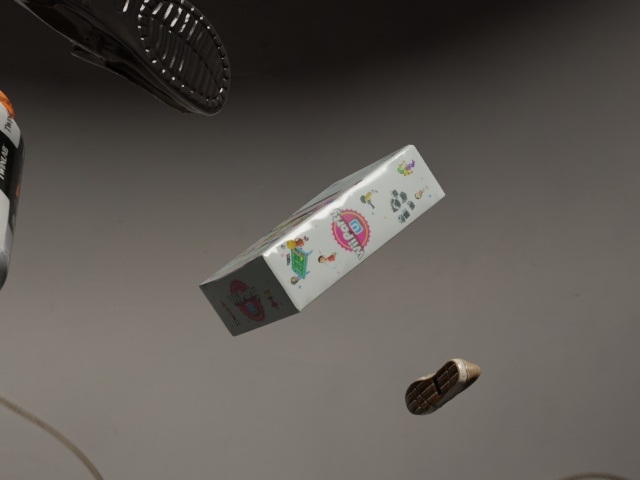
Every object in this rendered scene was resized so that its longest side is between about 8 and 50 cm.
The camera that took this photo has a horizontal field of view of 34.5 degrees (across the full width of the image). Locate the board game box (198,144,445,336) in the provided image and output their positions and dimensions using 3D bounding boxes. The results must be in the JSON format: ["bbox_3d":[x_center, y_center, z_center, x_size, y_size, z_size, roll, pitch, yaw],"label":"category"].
[{"bbox_3d":[0.000,0.000,1.477,0.303,0.224,0.098,-37,96,-31],"label":"board game box"}]

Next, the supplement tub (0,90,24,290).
[{"bbox_3d":[-0.537,-0.076,1.479,0.207,0.338,0.207,-4,137,-4],"label":"supplement tub"}]

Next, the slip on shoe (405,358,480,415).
[{"bbox_3d":[0.164,0.198,1.397,0.041,0.135,0.051,2,56,-32],"label":"slip on shoe"}]

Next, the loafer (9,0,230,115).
[{"bbox_3d":[-0.279,-0.300,1.449,0.366,0.130,0.134,38,58,-32],"label":"loafer"}]
